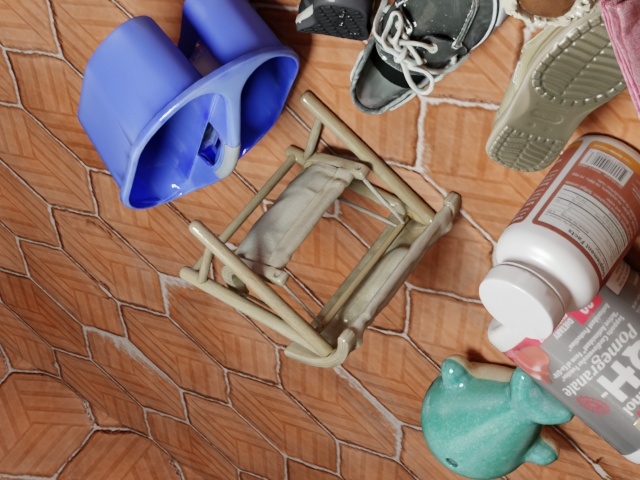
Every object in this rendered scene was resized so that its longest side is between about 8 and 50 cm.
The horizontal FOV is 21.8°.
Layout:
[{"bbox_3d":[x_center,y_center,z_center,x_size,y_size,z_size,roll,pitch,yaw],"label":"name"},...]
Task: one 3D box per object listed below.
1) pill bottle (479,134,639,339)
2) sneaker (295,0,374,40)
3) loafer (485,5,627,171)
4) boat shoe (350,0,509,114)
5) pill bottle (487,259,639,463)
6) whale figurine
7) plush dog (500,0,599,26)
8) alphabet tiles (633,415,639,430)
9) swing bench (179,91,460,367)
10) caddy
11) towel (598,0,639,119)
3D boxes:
[{"bbox_3d":[0.266,-0.002,1.783,0.121,0.216,0.121,31,154,17],"label":"pill bottle"},{"bbox_3d":[0.027,-0.281,1.824,0.084,0.097,0.234,8,175,-8],"label":"sneaker"},{"bbox_3d":[0.244,-0.174,1.676,0.102,0.092,0.268,17,144,-17],"label":"loafer"},{"bbox_3d":[0.105,-0.220,1.772,0.113,0.105,0.306,42,155,-7],"label":"boat shoe"},{"bbox_3d":[0.367,0.149,1.943,0.318,0.176,0.176,40,155,-2],"label":"pill bottle"},{"bbox_3d":[0.242,0.253,2.323,0.216,0.141,0.272,44,154,-8],"label":"whale figurine"},{"bbox_3d":[0.237,-0.329,1.350,0.210,0.262,0.225,-100,-6,-58],"label":"plush dog"},{"bbox_3d":[0.474,0.170,1.834,0.198,0.237,0.009,44,-162,-11],"label":"alphabet tiles"},{"bbox_3d":[0.000,0.000,2.103,0.254,0.253,0.165,36,155,8],"label":"swing bench"},{"bbox_3d":[-0.156,-0.160,2.036,0.179,0.241,0.341,54,158,12],"label":"caddy"},{"bbox_3d":[0.407,-0.161,1.318,0.329,0.037,0.237,-18,131,16],"label":"towel"}]
